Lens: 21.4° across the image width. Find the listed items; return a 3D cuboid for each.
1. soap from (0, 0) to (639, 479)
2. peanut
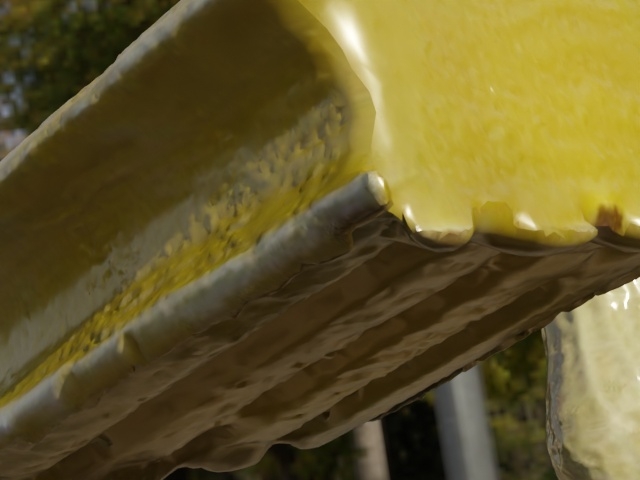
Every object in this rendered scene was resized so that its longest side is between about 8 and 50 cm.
[{"bbox_3d":[0.000,0.000,0.798,0.293,0.156,0.335,-8,-20,-45],"label":"soap"},{"bbox_3d":[0.190,0.070,1.093,0.098,0.214,0.090,-24,-40,32],"label":"peanut"}]
